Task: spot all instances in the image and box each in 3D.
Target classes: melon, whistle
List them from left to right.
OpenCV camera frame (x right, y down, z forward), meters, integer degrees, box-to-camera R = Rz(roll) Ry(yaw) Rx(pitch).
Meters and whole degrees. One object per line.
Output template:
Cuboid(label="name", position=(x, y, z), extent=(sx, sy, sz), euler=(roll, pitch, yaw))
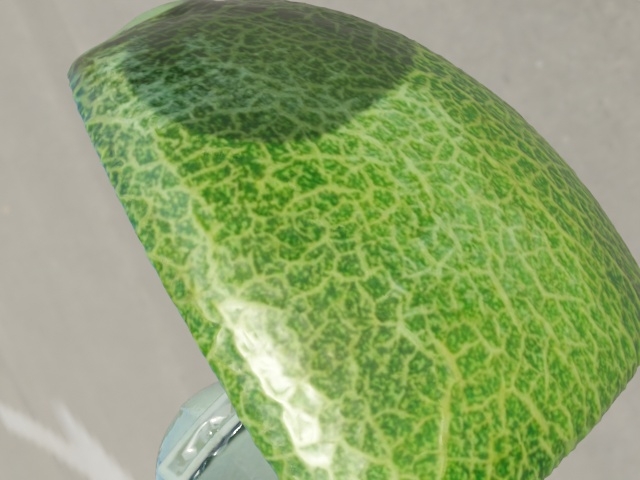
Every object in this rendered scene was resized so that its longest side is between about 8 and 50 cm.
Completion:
Cuboid(label="whistle", position=(-0.063, 0.163, 1.452), extent=(0.163, 0.163, 0.289), euler=(48, 176, 34))
Cuboid(label="melon", position=(0.000, 0.000, 1.122), extent=(0.343, 0.331, 0.226), euler=(51, 146, -5))
